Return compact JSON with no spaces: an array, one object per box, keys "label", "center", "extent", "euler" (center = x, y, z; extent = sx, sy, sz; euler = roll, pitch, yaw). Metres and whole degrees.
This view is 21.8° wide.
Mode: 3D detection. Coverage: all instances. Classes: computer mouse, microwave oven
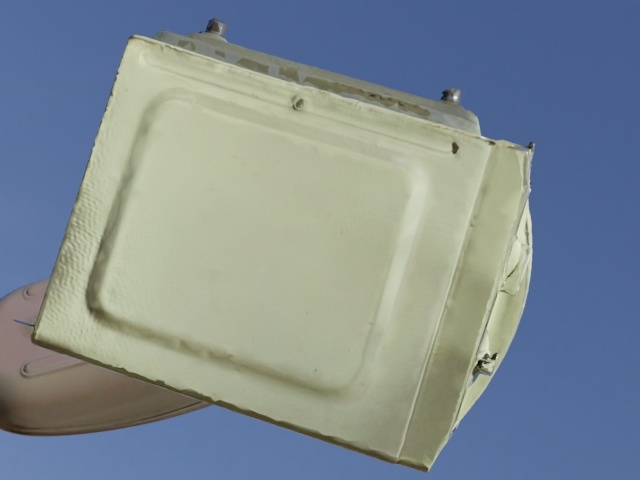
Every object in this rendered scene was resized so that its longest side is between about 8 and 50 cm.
[{"label":"computer mouse","center":[-0.095,0.052,0.978],"extent":[0.232,0.120,0.057],"euler":[-16,-49,4]},{"label":"microwave oven","center":[0.000,0.000,0.642],"extent":[0.163,0.129,0.205],"euler":[19,0,7]}]
